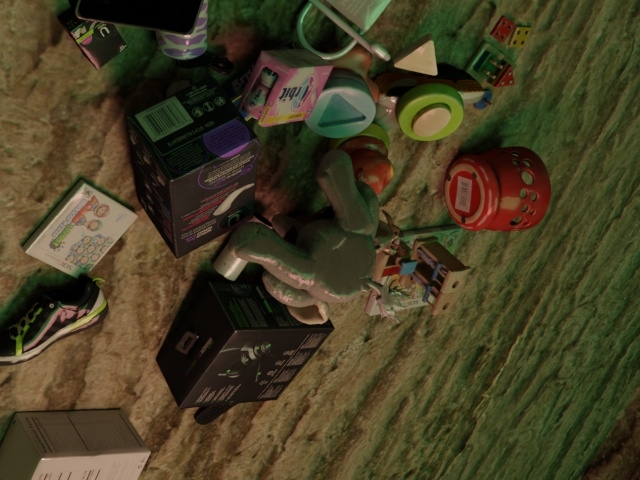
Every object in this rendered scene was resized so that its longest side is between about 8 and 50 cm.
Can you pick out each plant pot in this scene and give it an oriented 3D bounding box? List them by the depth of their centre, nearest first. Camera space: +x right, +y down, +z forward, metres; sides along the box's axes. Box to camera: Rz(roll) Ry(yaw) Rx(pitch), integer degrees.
[{"bbox_3d":[-0.264,-0.415,1.403,0.188,0.167,0.187,0,124,-41],"label":"plant pot"},{"bbox_3d":[0.386,-0.109,2.241,0.174,0.191,0.191,-9,129,-34],"label":"plant pot"}]

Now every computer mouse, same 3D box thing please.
[{"bbox_3d":[-0.228,-0.232,1.698,0.106,0.042,0.193,11,116,-47],"label":"computer mouse"}]

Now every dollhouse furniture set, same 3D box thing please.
[{"bbox_3d":[0.212,0.089,2.265,0.184,0.129,0.129,-9,130,-38],"label":"dollhouse furniture set"}]

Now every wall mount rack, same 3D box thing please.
[{"bbox_3d":[0.057,-0.476,1.680,0.304,0.130,0.350,36,97,-16],"label":"wall mount rack"}]

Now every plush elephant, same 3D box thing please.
[{"bbox_3d":[0.003,0.020,1.878,0.330,0.255,0.272,45,78,-14],"label":"plush elephant"}]

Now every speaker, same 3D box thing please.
[{"bbox_3d":[-0.151,0.010,1.972,0.055,0.055,0.136,23,107,-50],"label":"speaker"}]

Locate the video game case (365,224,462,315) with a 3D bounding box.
[{"bbox_3d":[0.220,0.070,2.381,0.206,0.026,0.227,-7,128,-38],"label":"video game case"}]

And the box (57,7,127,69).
[{"bbox_3d":[-0.341,-0.312,1.518,0.062,0.052,0.083,-38,142,-7],"label":"box"}]

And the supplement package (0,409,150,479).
[{"bbox_3d":[-0.485,0.425,1.976,0.244,0.139,0.133,8,117,-44],"label":"supplement package"}]

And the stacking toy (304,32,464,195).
[{"bbox_3d":[0.121,-0.216,1.863,0.280,0.130,0.309,-16,141,14],"label":"stacking toy"}]

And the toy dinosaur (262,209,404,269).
[{"bbox_3d":[0.000,0.000,2.057,0.296,0.127,0.200,14,104,-30],"label":"toy dinosaur"}]

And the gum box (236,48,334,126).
[{"bbox_3d":[-0.059,-0.254,1.666,0.107,0.062,0.188,-63,165,21],"label":"gum box"}]

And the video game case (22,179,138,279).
[{"bbox_3d":[-0.412,-0.015,1.745,0.157,0.019,0.143,-49,142,4],"label":"video game case"}]

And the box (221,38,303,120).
[{"bbox_3d":[-0.098,-0.276,1.765,0.169,0.054,0.059,-37,140,-11],"label":"box"}]

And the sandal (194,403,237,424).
[{"bbox_3d":[-0.208,0.343,2.238,0.179,0.040,0.067,-35,137,10],"label":"sandal"}]

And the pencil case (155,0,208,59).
[{"bbox_3d":[-0.209,-0.382,1.555,0.088,0.086,0.206,-40,150,-46],"label":"pencil case"}]

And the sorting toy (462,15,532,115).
[{"bbox_3d":[0.356,-0.339,2.123,0.132,0.046,0.274,21,108,-49],"label":"sorting toy"}]

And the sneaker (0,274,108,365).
[{"bbox_3d":[-0.485,0.128,1.768,0.235,0.084,0.097,-29,128,-22],"label":"sneaker"}]

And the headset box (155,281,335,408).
[{"bbox_3d":[-0.161,0.211,2.047,0.283,0.131,0.246,2,135,-43],"label":"headset box"}]

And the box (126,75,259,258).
[{"bbox_3d":[-0.209,-0.116,1.678,0.165,0.143,0.270,-29,159,-19],"label":"box"}]

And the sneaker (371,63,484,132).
[{"bbox_3d":[0.205,-0.275,2.020,0.263,0.099,0.121,-9,137,-27],"label":"sneaker"}]
